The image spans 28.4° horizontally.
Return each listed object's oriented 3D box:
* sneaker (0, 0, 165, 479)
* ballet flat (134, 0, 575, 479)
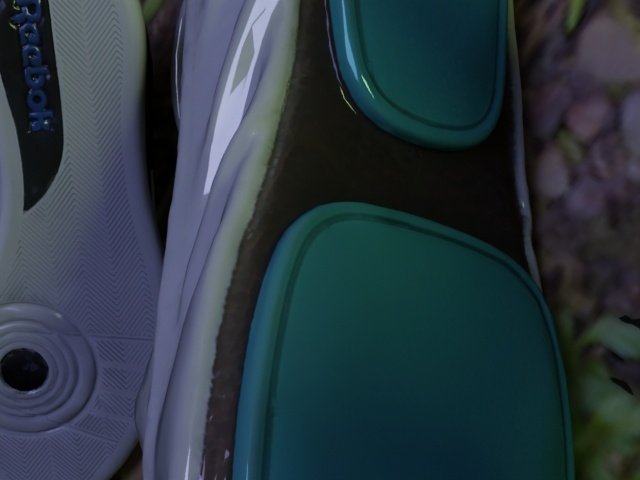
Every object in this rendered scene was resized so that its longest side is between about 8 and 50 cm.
[{"bbox_3d":[-0.096,-0.015,0.507,0.121,0.079,0.216,-107,22,-71],"label":"sneaker"},{"bbox_3d":[0.000,0.000,0.408,0.139,0.139,0.400,-14,63,32],"label":"ballet flat"}]
